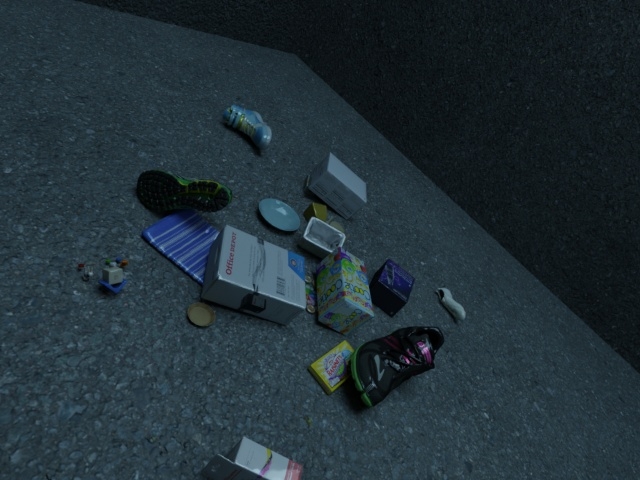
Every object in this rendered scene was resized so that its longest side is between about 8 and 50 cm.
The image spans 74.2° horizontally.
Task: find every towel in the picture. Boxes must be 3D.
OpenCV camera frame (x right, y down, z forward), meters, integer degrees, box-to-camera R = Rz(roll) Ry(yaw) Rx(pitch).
[{"bbox_3d":[-0.400,0.027,1.434,0.336,0.040,0.243,38,33,2],"label":"towel"}]

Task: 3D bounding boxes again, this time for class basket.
[{"bbox_3d":[0.000,0.000,1.754,0.167,0.103,0.113,29,59,-10],"label":"basket"}]

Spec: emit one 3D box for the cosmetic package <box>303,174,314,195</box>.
[{"bbox_3d":[-0.049,-0.280,2.145,0.060,0.041,0.115,26,34,-17],"label":"cosmetic package"}]

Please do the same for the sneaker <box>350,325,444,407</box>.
[{"bbox_3d":[0.269,0.387,1.427,0.482,0.202,0.185,-21,81,-52],"label":"sneaker"}]

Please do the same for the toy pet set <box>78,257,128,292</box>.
[{"bbox_3d":[-0.585,0.099,1.173,0.114,0.065,0.122,14,15,35],"label":"toy pet set"}]

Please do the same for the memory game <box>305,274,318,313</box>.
[{"bbox_3d":[-0.044,0.197,1.573,0.186,0.012,0.186,25,34,-18],"label":"memory game"}]

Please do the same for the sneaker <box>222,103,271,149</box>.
[{"bbox_3d":[-0.381,-0.575,2.140,0.208,0.127,0.319,11,30,-36],"label":"sneaker"}]

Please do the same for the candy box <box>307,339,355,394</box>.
[{"bbox_3d":[0.055,0.409,1.383,0.105,0.027,0.206,45,33,18],"label":"candy box"}]

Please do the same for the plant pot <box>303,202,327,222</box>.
[{"bbox_3d":[-0.018,-0.110,1.930,0.081,0.081,0.083,10,51,-35],"label":"plant pot"}]

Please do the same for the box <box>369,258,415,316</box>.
[{"bbox_3d":[0.297,0.199,1.800,0.153,0.108,0.207,37,32,0],"label":"box"}]

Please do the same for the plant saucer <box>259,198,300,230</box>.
[{"bbox_3d":[-0.180,-0.099,1.799,0.195,0.037,0.195,24,35,-18],"label":"plant saucer"}]

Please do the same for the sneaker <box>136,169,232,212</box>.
[{"bbox_3d":[-0.476,-0.163,1.487,0.343,0.134,0.146,12,7,3],"label":"sneaker"}]

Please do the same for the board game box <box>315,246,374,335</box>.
[{"bbox_3d":[0.082,0.182,1.567,0.142,0.144,0.275,33,31,-27],"label":"board game box"}]

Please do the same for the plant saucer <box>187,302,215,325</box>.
[{"bbox_3d":[-0.354,0.222,1.251,0.083,0.015,0.083,25,34,-18],"label":"plant saucer"}]

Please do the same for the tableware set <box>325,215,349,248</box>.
[{"bbox_3d":[0.047,-0.017,1.908,0.128,0.039,0.194,46,38,-6],"label":"tableware set"}]

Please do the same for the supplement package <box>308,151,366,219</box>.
[{"bbox_3d":[0.090,-0.275,2.129,0.262,0.145,0.204,38,31,-21],"label":"supplement package"}]

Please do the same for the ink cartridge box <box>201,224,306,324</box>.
[{"bbox_3d":[-0.209,0.116,1.378,0.307,0.129,0.223,25,40,-27],"label":"ink cartridge box"}]

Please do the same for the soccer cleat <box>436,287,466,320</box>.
[{"bbox_3d":[0.614,0.302,2.009,0.076,0.068,0.196,10,33,-27],"label":"soccer cleat"}]

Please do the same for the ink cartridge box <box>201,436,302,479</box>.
[{"bbox_3d":[-0.156,0.521,0.963,0.198,0.115,0.067,31,34,-9],"label":"ink cartridge box"}]
